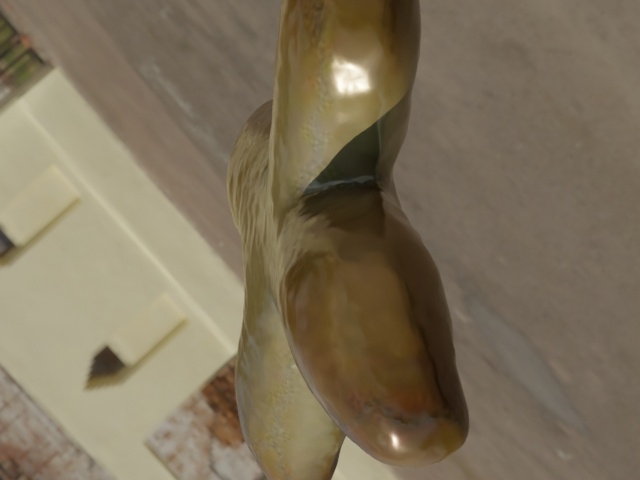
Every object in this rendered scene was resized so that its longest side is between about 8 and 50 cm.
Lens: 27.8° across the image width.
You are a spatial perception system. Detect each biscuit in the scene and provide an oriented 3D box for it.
[{"bbox_3d":[0.000,-0.001,0.425,0.208,0.047,0.164,122,144,-73],"label":"biscuit"}]
